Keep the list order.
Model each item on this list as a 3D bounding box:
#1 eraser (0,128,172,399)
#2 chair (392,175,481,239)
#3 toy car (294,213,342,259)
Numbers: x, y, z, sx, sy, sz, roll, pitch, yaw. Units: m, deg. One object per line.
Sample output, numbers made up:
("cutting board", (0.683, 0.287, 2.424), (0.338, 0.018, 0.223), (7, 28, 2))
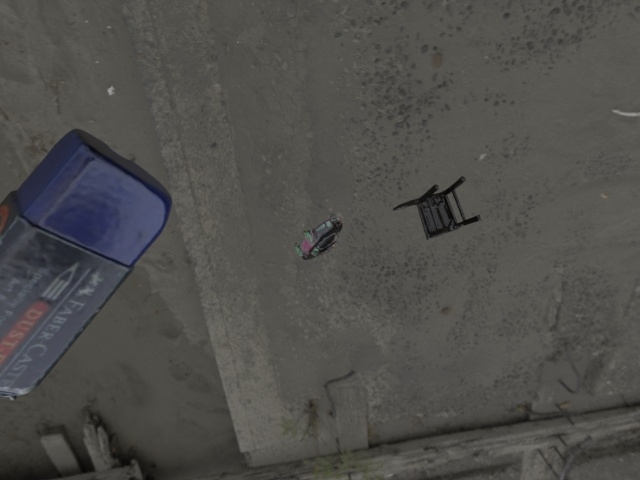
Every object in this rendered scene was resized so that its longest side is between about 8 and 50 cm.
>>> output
("eraser", (-0.335, 0.037, 0.493), (0.332, 0.102, 0.155), (-50, 139, -1))
("chair", (0.245, -0.056, 0.891), (0.084, 0.212, 0.101), (-17, 84, -17))
("toy car", (0.000, 0.000, 0.757), (0.069, 0.142, 0.055), (-30, 80, -23))
